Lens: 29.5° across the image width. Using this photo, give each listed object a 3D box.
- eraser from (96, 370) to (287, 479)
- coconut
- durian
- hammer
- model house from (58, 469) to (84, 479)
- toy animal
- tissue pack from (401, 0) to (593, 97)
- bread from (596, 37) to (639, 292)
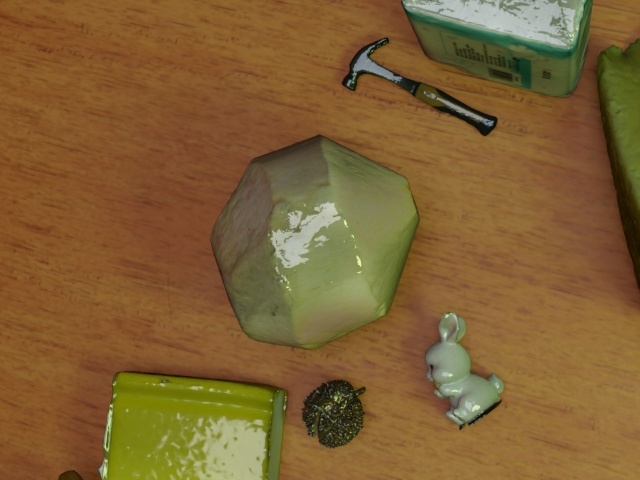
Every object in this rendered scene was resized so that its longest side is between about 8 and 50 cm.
[{"bbox_3d":[-0.158,0.250,1.515,0.226,0.069,0.158,4,88,10],"label":"eraser"},{"bbox_3d":[0.000,0.000,1.425,0.259,0.259,0.259,-1,85,11],"label":"coconut"},{"bbox_3d":[0.021,0.210,1.483,0.091,0.080,0.080,-34,80,-5],"label":"durian"},{"bbox_3d":[0.130,-0.189,1.520,0.201,0.021,0.078,27,91,11],"label":"hammer"},{"bbox_3d":[-0.232,0.403,1.439,0.190,0.271,0.301,-20,68,2],"label":"model house"},{"bbox_3d":[0.163,0.158,1.460,0.085,0.071,0.124,-36,80,7],"label":"toy animal"},{"bbox_3d":[0.209,-0.259,1.384,0.201,0.271,0.124,20,89,11],"label":"tissue pack"},{"bbox_3d":[0.440,-0.098,1.348,0.233,0.245,0.362,-16,85,7],"label":"bread"}]
